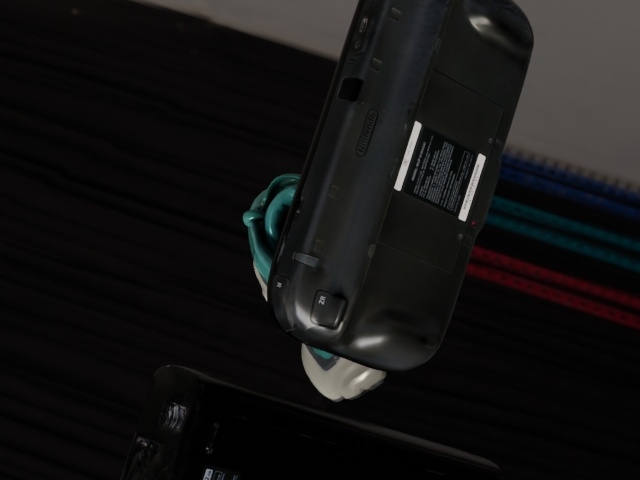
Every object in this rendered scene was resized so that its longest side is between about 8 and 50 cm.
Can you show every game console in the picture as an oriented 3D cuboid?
[{"bbox_3d":[0.028,0.042,0.600,0.213,0.044,0.361,24,81,-41],"label":"game console"}]

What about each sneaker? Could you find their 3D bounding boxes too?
[{"bbox_3d":[0.000,0.000,0.828,0.107,0.110,0.275,-32,-159,-3],"label":"sneaker"}]
